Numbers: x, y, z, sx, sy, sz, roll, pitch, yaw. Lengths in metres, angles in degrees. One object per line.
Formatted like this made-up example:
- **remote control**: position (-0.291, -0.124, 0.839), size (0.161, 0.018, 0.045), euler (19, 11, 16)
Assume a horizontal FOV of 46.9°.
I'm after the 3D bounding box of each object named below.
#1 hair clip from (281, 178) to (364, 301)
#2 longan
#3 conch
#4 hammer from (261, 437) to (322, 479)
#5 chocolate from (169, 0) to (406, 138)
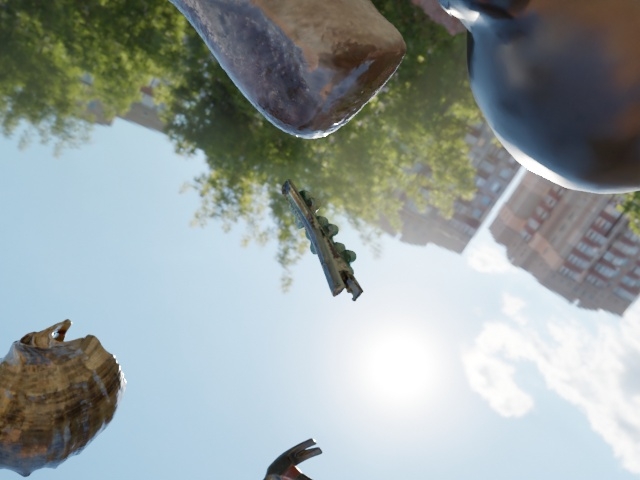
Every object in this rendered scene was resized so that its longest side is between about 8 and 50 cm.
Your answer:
- **hair clip**: position (0.000, 0.001, 0.825), size (0.049, 0.049, 0.172), euler (11, -140, -44)
- **longan**: position (0.215, -0.176, 0.498), size (0.300, 0.300, 0.243), euler (23, -173, -22)
- **conch**: position (-0.394, 0.235, 0.998), size (0.210, 0.291, 0.158), euler (32, -138, -17)
- **hammer**: position (0.010, 0.328, 0.937), size (0.033, 0.111, 0.288), euler (54, 157, -21)
- **chocolate**: position (-0.064, -0.256, 0.814), size (0.303, 0.185, 0.100), euler (51, -149, 5)
